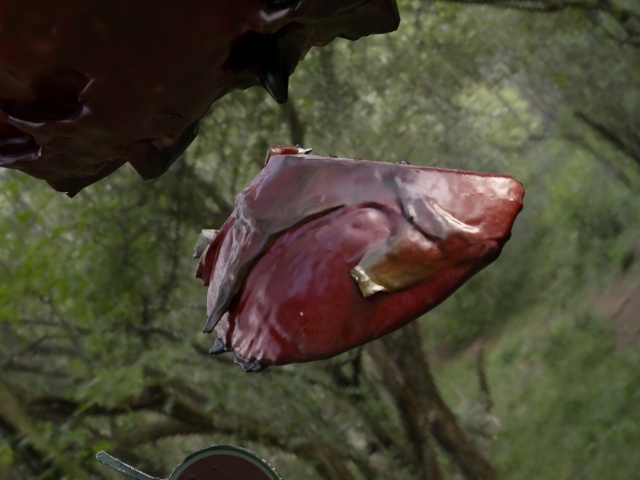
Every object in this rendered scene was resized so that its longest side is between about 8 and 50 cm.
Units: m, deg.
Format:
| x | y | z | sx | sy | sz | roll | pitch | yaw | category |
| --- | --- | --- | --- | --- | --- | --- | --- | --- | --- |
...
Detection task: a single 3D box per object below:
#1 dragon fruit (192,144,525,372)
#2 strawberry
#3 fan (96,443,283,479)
| x | y | z | sx | sy | sz | roll | pitch | yaw | category |
| --- | --- | --- | --- | --- | --- | --- | --- | --- | --- |
| 0.000 | 0.000 | 1.155 | 0.100 | 0.343 | 0.282 | 50 | -118 | -39 | dragon fruit |
| -0.098 | -0.181 | 0.424 | 0.238 | 0.288 | 0.250 | -37 | 29 | -11 | strawberry |
| -0.076 | 0.152 | 0.705 | 0.085 | 0.133 | 0.005 | -71 | -19 | 5 | fan |
